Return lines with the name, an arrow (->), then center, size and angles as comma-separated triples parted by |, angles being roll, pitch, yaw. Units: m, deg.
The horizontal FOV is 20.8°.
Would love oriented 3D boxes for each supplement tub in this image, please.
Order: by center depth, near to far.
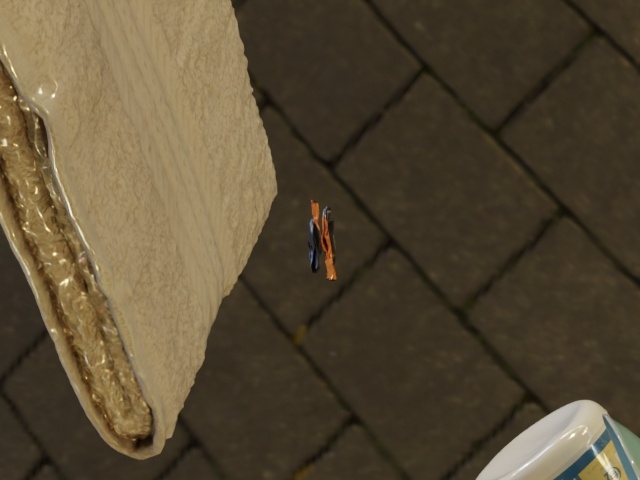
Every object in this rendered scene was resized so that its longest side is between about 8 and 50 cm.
supplement tub -> 0.244, 0.257, 1.541 | 0.144, 0.144, 0.200 | -38, 91, 12

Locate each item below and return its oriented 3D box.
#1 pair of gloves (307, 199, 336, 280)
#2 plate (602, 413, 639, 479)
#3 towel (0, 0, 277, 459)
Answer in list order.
pair of gloves -> 0.000, 0.000, 1.715 | 0.010, 0.083, 0.074 | -5, 99, -15
plate -> 0.269, 0.216, 1.356 | 0.024, 0.188, 0.188 | -24, 69, 3
towel -> -0.083, -0.068, 0.743 | 0.049, 0.282, 0.187 | 1, 41, 21
